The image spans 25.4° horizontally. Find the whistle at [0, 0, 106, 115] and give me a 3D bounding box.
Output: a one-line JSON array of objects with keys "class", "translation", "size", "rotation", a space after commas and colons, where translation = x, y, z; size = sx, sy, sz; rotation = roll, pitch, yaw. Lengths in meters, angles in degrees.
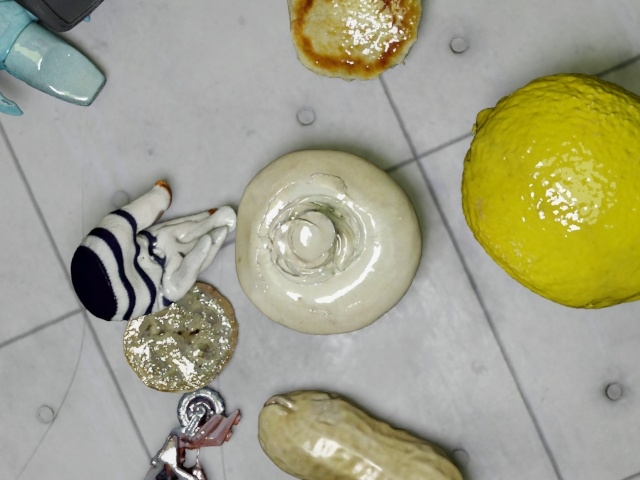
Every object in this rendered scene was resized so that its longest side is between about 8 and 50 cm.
[{"class": "whistle", "translation": [-0.412, -0.265, 1.886], "size": [0.274, 0.093, 0.186], "rotation": [30, 70, 1]}]

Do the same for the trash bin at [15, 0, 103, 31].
[{"class": "trash bin", "translation": [-0.379, -0.414, 1.796], "size": [0.209, 0.182, 0.290], "rotation": [-47, 63, -6]}]

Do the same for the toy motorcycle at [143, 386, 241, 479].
[{"class": "toy motorcycle", "translation": [-0.171, 0.306, 1.898], "size": [0.118, 0.084, 0.212], "rotation": [27, 84, 6]}]

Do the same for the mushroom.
[{"class": "mushroom", "translation": [0.000, 0.000, 1.799], "size": [0.246, 0.202, 0.246], "rotation": [-1, 87, 16]}]

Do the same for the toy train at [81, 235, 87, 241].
[{"class": "toy train", "translation": [-0.272, 0.041, 1.909], "size": [0.081, 0.050, 0.122], "rotation": [-28, 92, -5]}]

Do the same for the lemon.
[{"class": "lemon", "translation": [0.319, -0.058, 1.727], "size": [0.322, 0.268, 0.268], "rotation": [36, 97, 4]}]

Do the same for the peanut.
[{"class": "peanut", "translation": [0.051, 0.285, 1.850], "size": [0.290, 0.130, 0.130], "rotation": [28, 96, 7]}]

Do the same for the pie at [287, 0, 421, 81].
[{"class": "pie", "translation": [0.042, -0.308, 1.831], "size": [0.179, 0.084, 0.205], "rotation": [-1, 96, 7]}]

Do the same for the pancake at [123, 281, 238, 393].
[{"class": "pancake", "translation": [-0.186, 0.127, 1.894], "size": [0.158, 0.028, 0.158], "rotation": [0, 89, -12]}]

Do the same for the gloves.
[{"class": "gloves", "translation": [-0.210, 0.018, 1.843], "size": [0.140, 0.219, 0.131], "rotation": [39, 129, 26]}]
